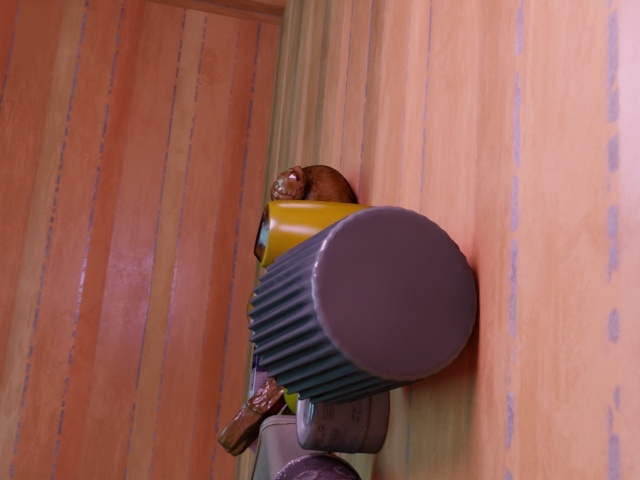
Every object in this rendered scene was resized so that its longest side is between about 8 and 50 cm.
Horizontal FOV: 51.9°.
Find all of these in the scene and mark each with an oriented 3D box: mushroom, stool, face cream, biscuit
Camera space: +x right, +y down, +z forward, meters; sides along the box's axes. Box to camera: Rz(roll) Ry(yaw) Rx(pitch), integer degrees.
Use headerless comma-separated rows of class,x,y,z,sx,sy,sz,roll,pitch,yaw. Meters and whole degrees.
mushroom,-0.016,-0.029,1.686,0.345,0.239,0.345,17,-90,-83
stool,0.058,0.106,1.046,0.330,0.297,0.297,138,138,-67
face cream,0.038,0.330,1.308,0.177,0.153,0.177,-172,90,-77
biscuit,-0.141,0.460,1.825,0.368,0.076,0.394,-45,-11,-29

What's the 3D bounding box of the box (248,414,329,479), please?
box,-0.074,0.673,1.596,0.343,0.178,0.351,-106,27,-59

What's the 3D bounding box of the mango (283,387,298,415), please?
mango,0.005,0.289,1.504,0.185,0.149,0.272,-91,18,-63

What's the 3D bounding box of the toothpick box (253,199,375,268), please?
toothpick box,0.000,0.000,1.383,0.175,0.272,0.174,-173,90,-78

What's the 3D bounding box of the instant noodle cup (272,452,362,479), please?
instant noodle cup,0.022,0.509,1.174,0.207,0.218,0.217,166,111,-70

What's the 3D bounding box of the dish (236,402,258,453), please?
dish,-0.215,0.652,2.191,0.090,0.213,0.213,-40,3,-14

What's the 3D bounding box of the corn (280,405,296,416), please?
corn,-0.087,0.534,1.992,0.206,0.067,0.067,117,157,-52

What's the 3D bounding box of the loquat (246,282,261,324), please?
loquat,-0.131,0.219,2.076,0.208,0.208,0.208,-173,90,-78

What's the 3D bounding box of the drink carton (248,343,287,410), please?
drink carton,-0.166,0.460,2.239,0.102,0.134,0.222,178,98,-76
